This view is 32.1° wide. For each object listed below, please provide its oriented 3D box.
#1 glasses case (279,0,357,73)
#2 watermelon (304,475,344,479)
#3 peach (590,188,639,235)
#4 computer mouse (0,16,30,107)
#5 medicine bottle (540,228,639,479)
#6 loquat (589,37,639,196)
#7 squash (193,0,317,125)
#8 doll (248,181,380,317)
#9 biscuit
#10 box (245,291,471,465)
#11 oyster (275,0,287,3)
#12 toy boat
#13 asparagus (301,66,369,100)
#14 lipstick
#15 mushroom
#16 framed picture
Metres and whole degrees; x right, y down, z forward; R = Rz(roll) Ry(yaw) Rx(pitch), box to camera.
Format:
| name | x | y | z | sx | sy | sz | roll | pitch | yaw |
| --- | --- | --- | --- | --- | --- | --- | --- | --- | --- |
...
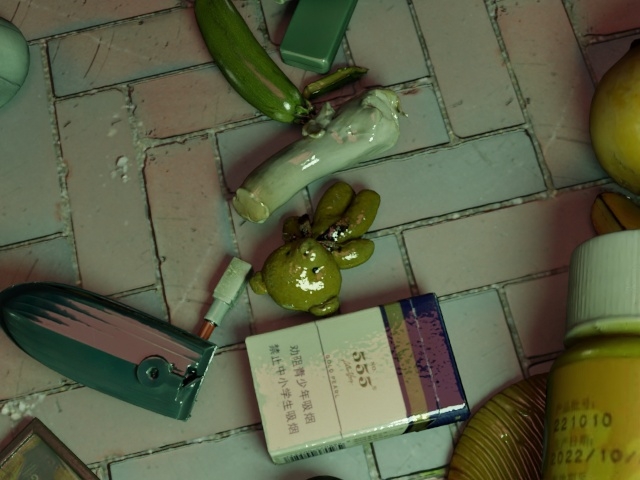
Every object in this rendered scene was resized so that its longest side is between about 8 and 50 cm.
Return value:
| name | x | y | z | sx | sy | sz | roll | pitch | yaw |
| --- | --- | --- | --- | --- | --- | --- | --- | --- | --- |
| glasses case | 0.004 | -0.339 | 1.659 | 0.077 | 0.039 | 0.184 | 17 | 69 | 11 |
| watermelon | -0.003 | 0.330 | 1.334 | 0.133 | 0.105 | 0.105 | 33 | 72 | -1 |
| peach | 0.397 | -0.023 | 1.486 | 0.083 | 0.050 | 0.077 | 29 | 48 | 6 |
| computer mouse | -0.622 | -0.270 | 1.642 | 0.371 | 0.122 | 0.188 | -4 | 66 | 6 |
| medicine bottle | 0.366 | 0.197 | 1.257 | 0.224 | 0.224 | 0.384 | 5 | 69 | 7 |
| loquat | 0.464 | -0.157 | 1.444 | 0.235 | 0.235 | 0.235 | -2 | 67 | 4 |
| squash | -0.115 | -0.270 | 1.624 | 0.071 | 0.080 | 0.318 | -47 | 65 | 26 |
| doll | 0.000 | 0.000 | 1.487 | 0.137 | 0.097 | 0.209 | 20 | 64 | 18 |
| biscuit | 0.312 | 0.310 | 1.356 | 0.318 | 0.040 | 0.318 | -1 | 67 | 3 |
| box | 0.046 | 0.175 | 1.418 | 0.259 | 0.071 | 0.168 | -12 | 67 | -1 |
| oyster | -0.029 | -0.422 | 1.630 | 0.198 | 0.112 | 0.267 | -39 | 36 | -24 |
| toy boat | -0.284 | 0.131 | 1.434 | 0.296 | 0.122 | 0.114 | 22 | 89 | 3 |
| asparagus | 0.021 | -0.233 | 1.622 | 0.108 | 0.021 | 0.025 | -25 | 66 | -6 |
| lipstick | -0.134 | 0.086 | 1.492 | 0.030 | 0.030 | 0.129 | 25 | 70 | 14 |
| mushroom | -0.001 | -0.117 | 1.539 | 0.278 | 0.099 | 0.096 | -32 | 41 | -5 |
| framed picture | -0.350 | 0.326 | 1.411 | 0.168 | 0.023 | 0.128 | 39 | 75 | 19 |
